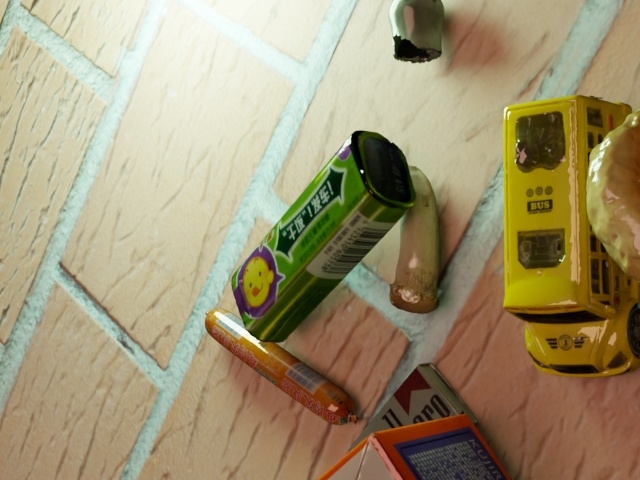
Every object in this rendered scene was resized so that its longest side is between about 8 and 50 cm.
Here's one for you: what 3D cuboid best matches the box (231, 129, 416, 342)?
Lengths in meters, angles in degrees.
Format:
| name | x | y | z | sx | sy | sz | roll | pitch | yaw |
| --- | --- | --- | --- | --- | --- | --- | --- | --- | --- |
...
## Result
| name | x | y | z | sx | sy | sz | roll | pitch | yaw |
| --- | --- | --- | --- | --- | --- | --- | --- | --- | --- |
| box | 0.000 | 0.000 | 1.673 | 0.345 | 0.097 | 0.134 | -49 | 48 | 38 |

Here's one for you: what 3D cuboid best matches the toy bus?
| name | x | y | z | sx | sy | sz | roll | pitch | yaw |
| --- | --- | --- | --- | --- | --- | --- | --- | --- | --- |
| toy bus | 0.298 | -0.001 | 1.411 | 0.144 | 0.152 | 0.330 | -5 | 82 | 40 |

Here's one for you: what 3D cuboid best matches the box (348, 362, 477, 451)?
| name | x | y | z | sx | sy | sz | roll | pitch | yaw |
| --- | --- | --- | --- | --- | --- | --- | --- | --- | --- |
| box | 0.125 | 0.268 | 1.613 | 0.177 | 0.036 | 0.115 | -54 | 56 | 24 |

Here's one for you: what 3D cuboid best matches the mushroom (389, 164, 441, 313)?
| name | x | y | z | sx | sy | sz | roll | pitch | yaw |
| --- | --- | --- | --- | --- | --- | --- | --- | --- | --- |
| mushroom | 0.129 | -0.002 | 1.619 | 0.071 | 0.084 | 0.209 | 2 | 78 | -2 |

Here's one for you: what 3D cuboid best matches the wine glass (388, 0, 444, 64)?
| name | x | y | z | sx | sy | sz | roll | pitch | yaw |
| --- | --- | --- | --- | --- | --- | --- | --- | --- | --- |
| wine glass | 0.132 | -0.348 | 1.639 | 0.079 | 0.079 | 0.195 | -9 | 79 | 40 |

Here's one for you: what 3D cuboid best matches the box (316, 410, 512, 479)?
| name | x | y | z | sx | sy | sz | roll | pitch | yaw |
| --- | --- | --- | --- | --- | --- | --- | --- | --- | --- |
| box | 0.118 | 0.444 | 1.433 | 0.318 | 0.257 | 0.348 | -47 | 65 | 25 |

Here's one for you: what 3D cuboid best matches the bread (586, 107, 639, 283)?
| name | x | y | z | sx | sy | sz | roll | pitch | yaw |
| --- | --- | --- | --- | --- | --- | --- | --- | --- | --- |
| bread | 0.403 | -0.036 | 1.294 | 0.134 | 0.245 | 0.244 | 93 | 152 | -59 |

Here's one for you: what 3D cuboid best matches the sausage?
| name | x | y | z | sx | sy | sz | roll | pitch | yaw |
| --- | --- | --- | --- | --- | --- | --- | --- | --- | --- |
| sausage | -0.067 | 0.187 | 1.777 | 0.348 | 0.053 | 0.053 | 30 | 106 | 39 |
